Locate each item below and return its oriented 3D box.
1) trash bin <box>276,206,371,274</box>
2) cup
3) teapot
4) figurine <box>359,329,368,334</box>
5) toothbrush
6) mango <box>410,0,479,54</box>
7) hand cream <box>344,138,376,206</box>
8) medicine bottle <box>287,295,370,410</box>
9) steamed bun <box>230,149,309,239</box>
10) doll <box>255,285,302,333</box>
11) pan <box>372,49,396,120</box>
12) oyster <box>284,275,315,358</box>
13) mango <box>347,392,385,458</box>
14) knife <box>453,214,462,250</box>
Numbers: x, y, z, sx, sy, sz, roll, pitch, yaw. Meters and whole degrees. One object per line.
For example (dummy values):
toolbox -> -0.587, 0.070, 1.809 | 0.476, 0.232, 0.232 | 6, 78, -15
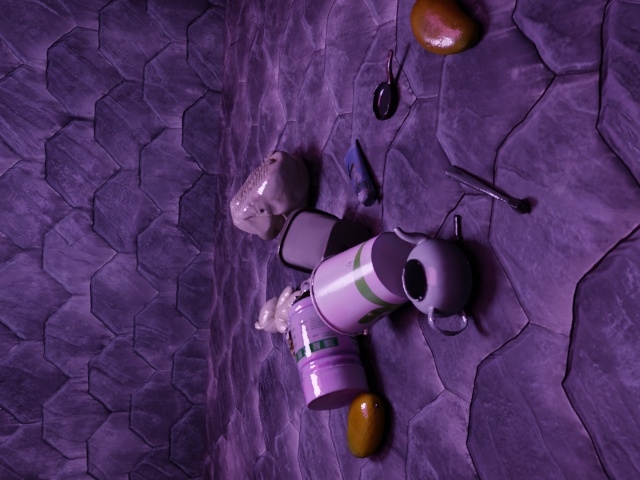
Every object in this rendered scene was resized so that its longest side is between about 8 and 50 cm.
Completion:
trash bin -> 0.017, 0.016, 1.863 | 0.250, 0.219, 0.220 | 14, 89, 57
cup -> 0.141, 0.109, 1.590 | 0.274, 0.253, 0.253 | -37, 55, 49
teapot -> 0.276, 0.093, 1.390 | 0.193, 0.129, 0.295 | 119, 142, -55
figurine -> 0.124, 0.204, 1.816 | 0.083, 0.083, 0.188 | 0, 101, 65
toothbrush -> 0.373, -0.123, 1.322 | 0.030, 0.030, 0.297 | -56, 31, 8
mango -> 0.302, -0.534, 1.420 | 0.227, 0.099, 0.136 | 53, 133, 41
hand cream -> 0.122, -0.213, 1.843 | 0.272, 0.058, 0.091 | -105, 32, -42
medicine bottle -> 0.022, 0.357, 1.846 | 0.212, 0.211, 0.326 | 125, 140, -50
steamed bun -> -0.180, -0.162, 2.258 | 0.368, 0.255, 0.342 | -47, 20, 15
doll -> -0.133, 0.296, 2.322 | 0.278, 0.149, 0.175 | -25, 24, 48
pan -> 0.199, -0.459, 1.693 | 0.115, 0.040, 0.212 | -119, 31, -49
oyster -> -0.053, 0.261, 2.094 | 0.238, 0.114, 0.352 | 136, 148, -82
mango -> 0.137, 0.569, 1.735 | 0.137, 0.091, 0.238 | -141, 50, -61
knife -> 0.341, 0.019, 1.408 | 0.023, 0.010, 0.171 | 162, 106, -70
